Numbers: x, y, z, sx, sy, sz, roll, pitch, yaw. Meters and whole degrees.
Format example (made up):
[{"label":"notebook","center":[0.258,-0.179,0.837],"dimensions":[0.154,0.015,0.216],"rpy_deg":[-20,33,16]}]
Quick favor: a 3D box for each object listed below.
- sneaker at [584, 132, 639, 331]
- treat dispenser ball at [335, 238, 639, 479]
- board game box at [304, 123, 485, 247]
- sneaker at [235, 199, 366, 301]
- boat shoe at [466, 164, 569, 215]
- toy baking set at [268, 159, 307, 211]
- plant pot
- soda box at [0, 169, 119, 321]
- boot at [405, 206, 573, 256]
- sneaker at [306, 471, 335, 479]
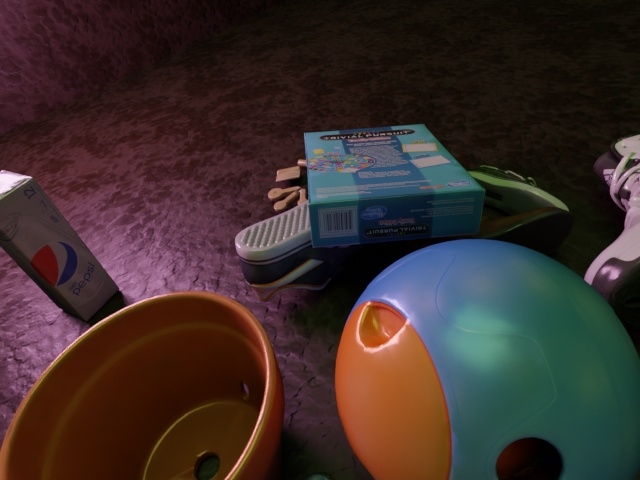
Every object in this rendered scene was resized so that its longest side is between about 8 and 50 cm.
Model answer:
[{"label":"sneaker","center":[0.500,-0.035,0.657],"dimensions":[0.447,0.169,0.257],"rpy_deg":[-22,32,-19]},{"label":"treat dispenser ball","center":[0.157,0.142,0.440],"dimensions":[0.287,0.288,0.288],"rpy_deg":[-9,42,8]},{"label":"board game box","center":[0.102,-0.115,0.762],"dimensions":[0.253,0.079,0.336],"rpy_deg":[-4,31,-1]},{"label":"sneaker","center":[0.000,0.000,0.777],"dimensions":[0.320,0.128,0.126],"rpy_deg":[-23,35,-27]},{"label":"boat shoe","center":[0.363,-0.093,0.795],"dimensions":[0.070,0.078,0.219],"rpy_deg":[-34,43,-19]},{"label":"toy baking set","center":[-0.003,-0.120,0.979],"dimensions":[0.256,0.030,0.197],"rpy_deg":[8,50,25]},{"label":"plant pot","center":[-0.168,0.234,0.506],"dimensions":[0.290,0.204,0.291],"rpy_deg":[-8,42,8]},{"label":"soda box","center":[-0.497,0.018,0.780],"dimensions":[0.098,0.287,0.091],"rpy_deg":[14,49,27]},{"label":"boot","center":[0.261,-0.050,0.778],"dimensions":[0.264,0.096,0.281],"rpy_deg":[-28,35,11]},{"label":"sneaker","center":[-0.066,0.372,0.380],"dimensions":[0.147,0.130,0.330],"rpy_deg":[10,48,23]}]
